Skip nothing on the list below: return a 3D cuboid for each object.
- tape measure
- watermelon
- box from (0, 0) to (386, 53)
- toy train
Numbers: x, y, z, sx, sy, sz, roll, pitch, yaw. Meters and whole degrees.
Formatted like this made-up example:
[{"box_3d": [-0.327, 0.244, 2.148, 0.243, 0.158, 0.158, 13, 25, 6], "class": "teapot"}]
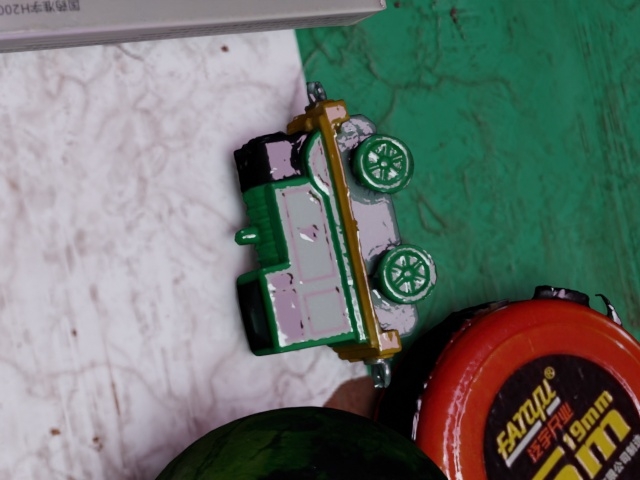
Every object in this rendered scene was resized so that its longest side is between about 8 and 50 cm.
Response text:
[{"box_3d": [0.165, 0.162, 1.175, 0.260, 0.114, 0.253, 49, 63, -10], "class": "tape measure"}, {"box_3d": [-0.014, 0.224, 0.994, 0.242, 0.242, 0.242, 5, 80, -28], "class": "watermelon"}, {"box_3d": [-0.128, -0.240, 1.104, 0.343, 0.065, 0.200, -9, 86, -29], "class": "box"}, {"box_3d": [0.000, 0.000, 1.124, 0.136, 0.091, 0.227, -14, 89, -19], "class": "toy train"}]
